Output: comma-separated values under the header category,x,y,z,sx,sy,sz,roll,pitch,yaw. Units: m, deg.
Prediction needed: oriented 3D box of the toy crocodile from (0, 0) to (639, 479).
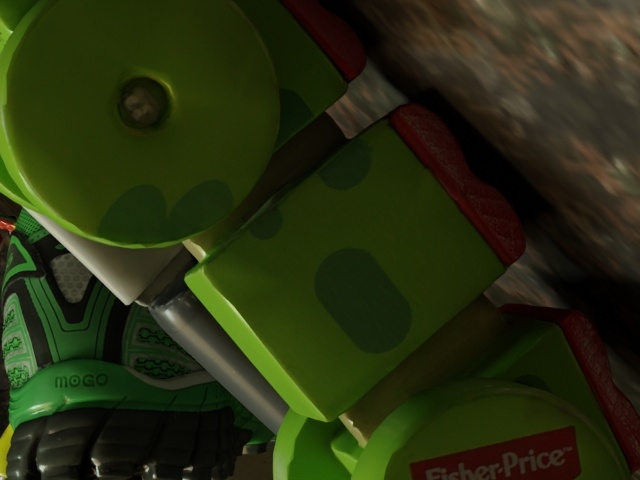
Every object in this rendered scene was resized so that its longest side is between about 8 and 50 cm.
category,x,y,z,sx,sy,sz,roll,pitch,yaw
toy crocodile,0.000,0.000,0.466,0.340,0.105,0.115,50,170,-9

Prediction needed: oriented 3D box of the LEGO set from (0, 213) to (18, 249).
category,x,y,z,sx,sy,sz,roll,pitch,yaw
LEGO set,-0.254,-0.033,1.282,0.244,0.060,0.182,32,160,-32

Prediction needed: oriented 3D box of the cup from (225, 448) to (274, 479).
category,x,y,z,sx,sy,sz,roll,pitch,yaw
cup,-0.016,0.263,1.164,0.331,0.331,0.237,53,-167,-44

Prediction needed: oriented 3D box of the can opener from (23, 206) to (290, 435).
category,x,y,z,sx,sy,sz,roll,pitch,yaw
can opener,-0.027,0.019,0.701,0.280,0.074,0.093,46,170,-16

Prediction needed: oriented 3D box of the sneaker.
category,x,y,z,sx,sy,sz,roll,pitch,yaw
sneaker,-0.075,0.039,0.928,0.134,0.146,0.343,-2,178,3
